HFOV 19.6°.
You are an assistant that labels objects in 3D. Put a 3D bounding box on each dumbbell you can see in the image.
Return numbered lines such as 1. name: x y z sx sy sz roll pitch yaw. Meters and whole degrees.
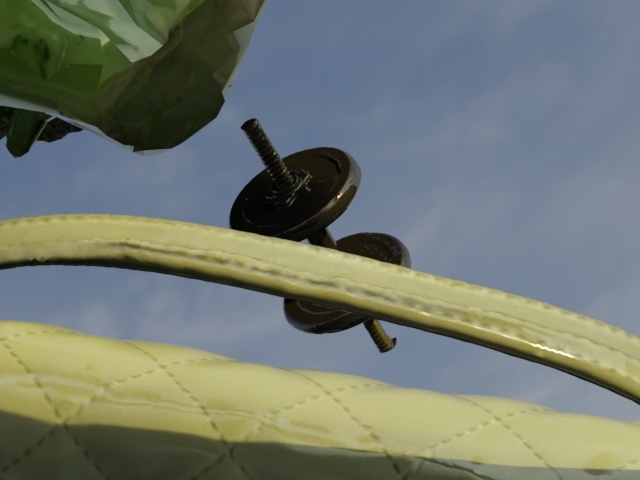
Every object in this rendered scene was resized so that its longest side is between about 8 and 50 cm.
1. dumbbell: 0.000 0.000 0.885 0.069 0.069 0.147 -29 -60 4

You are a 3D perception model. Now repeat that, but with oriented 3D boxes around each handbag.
1. handbag: 0.001 0.069 0.522 0.256 0.079 0.219 9 -38 8

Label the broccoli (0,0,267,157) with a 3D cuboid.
1. broccoli: -0.160 -0.171 0.858 0.310 0.321 0.413 4 -5 19
